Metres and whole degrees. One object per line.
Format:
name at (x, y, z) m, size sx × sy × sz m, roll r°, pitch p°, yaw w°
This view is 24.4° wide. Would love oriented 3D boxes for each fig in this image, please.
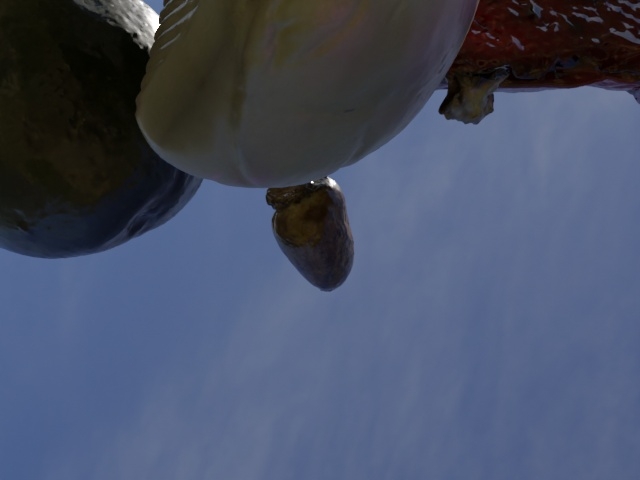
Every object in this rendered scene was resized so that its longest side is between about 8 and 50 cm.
fig at (-0.177, -0.103, 0.925) m, size 0.195 × 0.245 × 0.195 m, roll -22°, pitch -157°, yaw 10°

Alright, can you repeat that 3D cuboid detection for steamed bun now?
steamed bun at (0.013, -0.131, 0.712) m, size 0.170 × 0.153 × 0.238 m, roll 121°, pitch -17°, yaw -46°

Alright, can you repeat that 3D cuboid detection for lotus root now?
lotus root at (0.000, 0.000, 1.822) m, size 0.094 × 0.190 × 0.108 m, roll 7°, pitch -129°, yaw 32°

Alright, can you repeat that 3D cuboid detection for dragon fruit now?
dragon fruit at (0.055, -0.191, 0.937) m, size 0.100 × 0.282 × 0.343 m, roll 112°, pitch -31°, yaw -46°

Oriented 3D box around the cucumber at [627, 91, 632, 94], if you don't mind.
cucumber at (0.257, -0.166, 1.142) m, size 0.064 × 0.112 × 0.064 m, roll -1°, pitch -125°, yaw 2°
